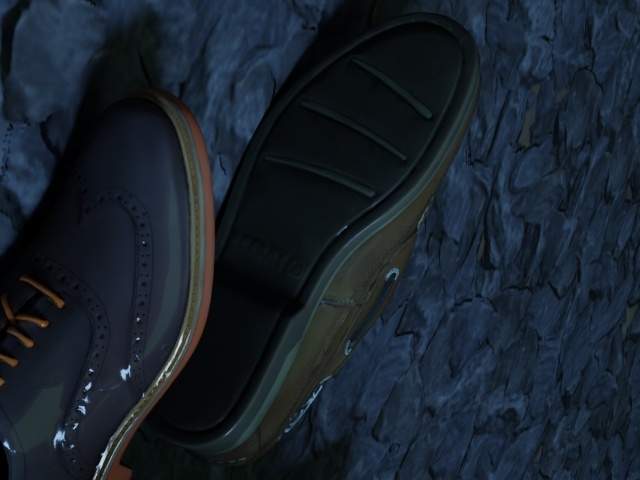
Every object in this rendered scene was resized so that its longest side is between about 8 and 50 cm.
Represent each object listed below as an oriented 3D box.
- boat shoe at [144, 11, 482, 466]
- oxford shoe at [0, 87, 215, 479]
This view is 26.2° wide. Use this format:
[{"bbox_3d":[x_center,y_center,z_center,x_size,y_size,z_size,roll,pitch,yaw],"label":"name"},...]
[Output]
[{"bbox_3d":[0.000,0.000,0.857,0.307,0.111,0.104,-54,152,-4],"label":"boat shoe"},{"bbox_3d":[-0.130,0.052,0.685,0.098,0.097,0.271,6,105,-53],"label":"oxford shoe"}]
